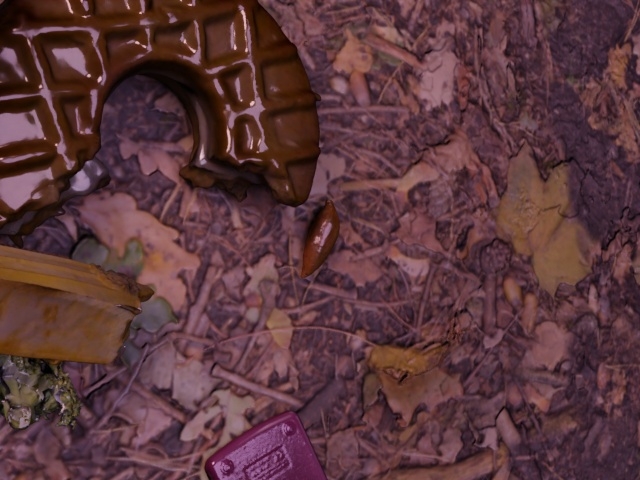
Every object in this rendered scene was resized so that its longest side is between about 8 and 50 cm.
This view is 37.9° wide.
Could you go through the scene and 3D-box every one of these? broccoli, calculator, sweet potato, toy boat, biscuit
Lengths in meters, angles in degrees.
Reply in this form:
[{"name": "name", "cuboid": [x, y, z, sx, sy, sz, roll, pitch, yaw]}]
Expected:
[{"name": "broccoli", "cuboid": [-0.274, 0.134, 0.858, 0.095, 0.092, 0.097, -13, 112, -10]}, {"name": "calculator", "cuboid": [-0.042, 0.294, 1.025, 0.126, 0.034, 0.191, -27, 102, -26]}, {"name": "sweet potato", "cuboid": [0.000, 0.000, 1.054, 0.034, 0.034, 0.095, 22, 88, -29]}, {"name": "toy boat", "cuboid": [-0.284, 0.047, 0.821, 0.310, 0.115, 0.089, 14, 108, -41]}, {"name": "biscuit", "cuboid": [-0.169, -0.146, 0.909, 0.366, 0.115, 0.269, -11, 95, -32]}]
